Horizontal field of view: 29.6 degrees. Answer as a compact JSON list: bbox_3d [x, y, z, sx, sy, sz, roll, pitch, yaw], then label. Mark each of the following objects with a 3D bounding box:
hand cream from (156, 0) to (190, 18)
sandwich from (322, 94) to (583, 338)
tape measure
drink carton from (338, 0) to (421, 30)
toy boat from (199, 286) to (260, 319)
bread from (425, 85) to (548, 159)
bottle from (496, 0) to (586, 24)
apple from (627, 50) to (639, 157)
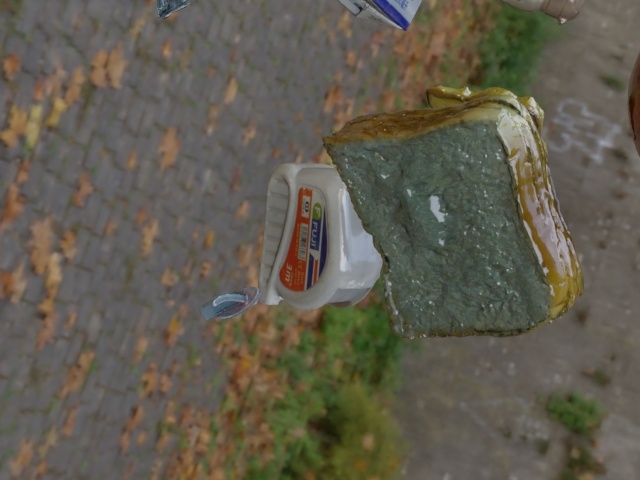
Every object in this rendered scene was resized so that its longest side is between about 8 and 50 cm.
[{"bbox_3d":[-0.236,-0.483,1.957,0.075,0.052,0.247,-19,127,-32],"label":"hand cream"},{"bbox_3d":[0.169,-0.021,1.496,0.099,0.271,0.301,-37,113,-44],"label":"sandwich"},{"bbox_3d":[0.000,0.000,2.105,0.130,0.265,0.258,0,100,-39],"label":"tape measure"},{"bbox_3d":[0.129,-0.474,1.746,0.130,0.107,0.315,32,84,-54],"label":"drink carton"},{"bbox_3d":[-0.149,0.093,1.770,0.096,0.034,0.122,-30,165,21],"label":"toy boat"},{"bbox_3d":[0.314,-0.215,2.224,0.088,0.233,0.160,-55,146,-21],"label":"bread"},{"bbox_3d":[0.313,-0.413,1.867,0.097,0.209,0.110,-52,163,-78],"label":"bottle"},{"bbox_3d":[0.621,-0.194,1.778,0.339,0.340,0.339,18,90,-80],"label":"apple"}]
